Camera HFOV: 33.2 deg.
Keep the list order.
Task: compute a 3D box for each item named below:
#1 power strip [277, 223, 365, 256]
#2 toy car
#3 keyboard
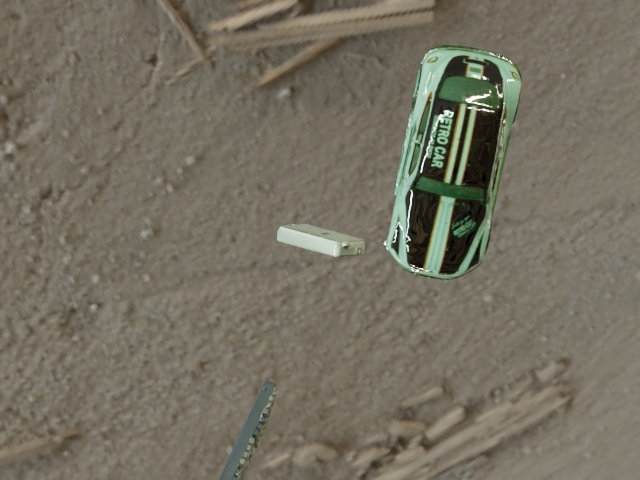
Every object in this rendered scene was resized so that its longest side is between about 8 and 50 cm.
[{"bbox_3d":[0.000,0.000,1.007,0.040,0.090,0.016,-5,105,-45],"label":"power strip"},{"bbox_3d":[0.170,-0.097,1.374,0.136,0.125,0.306,12,95,2],"label":"toy car"},{"bbox_3d":[-0.071,0.189,0.853,0.014,0.176,0.055,20,129,6],"label":"keyboard"}]
